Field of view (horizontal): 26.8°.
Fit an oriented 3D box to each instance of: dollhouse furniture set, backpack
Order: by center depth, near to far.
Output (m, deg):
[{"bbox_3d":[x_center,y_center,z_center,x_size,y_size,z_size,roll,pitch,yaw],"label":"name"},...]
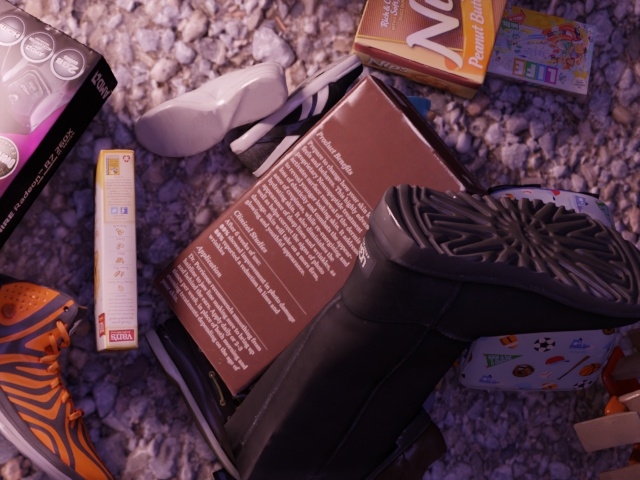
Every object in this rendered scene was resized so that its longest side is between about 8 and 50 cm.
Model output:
[{"bbox_3d":[0.269,0.061,1.728,0.276,0.263,0.213,-1,41,-14],"label":"backpack"},{"bbox_3d":[0.441,0.267,1.794,0.259,0.135,0.262,62,37,-11],"label":"dollhouse furniture set"}]

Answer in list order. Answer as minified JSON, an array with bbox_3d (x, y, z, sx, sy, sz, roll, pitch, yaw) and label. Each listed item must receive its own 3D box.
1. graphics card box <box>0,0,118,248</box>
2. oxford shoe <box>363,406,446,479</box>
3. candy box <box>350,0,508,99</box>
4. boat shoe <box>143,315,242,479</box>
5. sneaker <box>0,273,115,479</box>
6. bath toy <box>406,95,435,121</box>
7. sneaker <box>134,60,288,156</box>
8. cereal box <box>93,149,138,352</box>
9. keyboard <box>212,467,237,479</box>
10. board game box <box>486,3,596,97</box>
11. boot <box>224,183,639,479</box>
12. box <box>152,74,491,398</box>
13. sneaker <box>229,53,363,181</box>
[{"bbox_3d":[-0.447,-0.117,1.648,0.233,0.094,0.371,31,76,14],"label":"graphics card box"},{"bbox_3d":[0.079,0.326,1.763,0.227,0.083,0.096,-40,102,-11],"label":"oxford shoe"},{"bbox_3d":[0.174,-0.374,1.846,0.183,0.087,0.316,18,81,0],"label":"candy box"},{"bbox_3d":[-0.141,0.200,1.723,0.069,0.081,0.227,-31,88,-12],"label":"boat shoe"},{"bbox_3d":[-0.331,0.168,1.661,0.180,0.124,0.321,-44,95,-13],"label":"sneaker"},{"bbox_3d":[0.072,-0.018,1.778,0.151,0.129,0.348,12,85,-50],"label":"bath toy"},{"bbox_3d":[-0.142,-0.179,1.773,0.212,0.094,0.080,-19,122,8],"label":"sneaker"},{"bbox_3d":[-0.256,0.019,1.671,0.047,0.173,0.240,0,83,-13],"label":"cereal box"},{"bbox_3d":[-0.079,0.379,1.742,0.100,0.038,0.192,-24,89,-14],"label":"keyboard"},{"bbox_3d":[0.310,-0.270,1.908,0.154,0.026,0.103,11,82,-12],"label":"board game box"},{"bbox_3d":[0.134,0.147,1.573,0.367,0.445,0.146,14,39,-21],"label":"boot"},{"bbox_3d":[0.000,0.000,1.649,0.381,0.143,0.191,-42,72,15],"label":"box"},{"bbox_3d":[-0.007,-0.145,1.803,0.217,0.079,0.121,-39,104,-13],"label":"sneaker"}]
